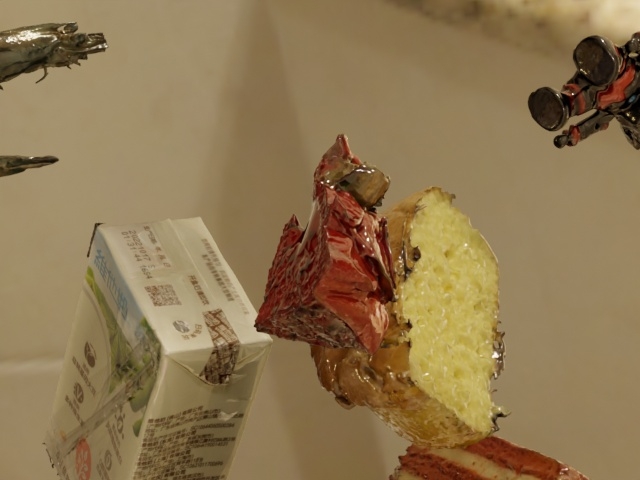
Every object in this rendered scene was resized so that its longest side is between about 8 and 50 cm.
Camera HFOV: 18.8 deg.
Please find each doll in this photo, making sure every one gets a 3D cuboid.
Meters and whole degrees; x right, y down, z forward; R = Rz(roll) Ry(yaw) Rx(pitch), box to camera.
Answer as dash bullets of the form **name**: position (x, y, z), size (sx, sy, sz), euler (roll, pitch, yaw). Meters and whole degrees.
- **doll**: position (0.274, -0.121, 1.601), size (0.127, 0.088, 0.248), euler (-18, -11, 36)

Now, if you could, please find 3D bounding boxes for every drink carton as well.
- **drink carton**: position (-0.172, 0.159, 1.982), size (0.132, 0.325, 0.194), euler (-7, 45, -29)

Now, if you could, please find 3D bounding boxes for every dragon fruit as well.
- **dragon fruit**: position (0.018, 0.006, 1.638), size (0.092, 0.122, 0.192), euler (23, 49, -22)

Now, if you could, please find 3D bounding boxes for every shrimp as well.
- **shrimp**: position (-0.308, -0.139, 1.936), size (0.217, 0.150, 0.051), euler (-19, 21, -15)

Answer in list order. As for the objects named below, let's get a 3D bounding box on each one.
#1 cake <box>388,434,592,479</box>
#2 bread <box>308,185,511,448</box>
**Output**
- **cake**: position (0.157, 0.267, 1.912), size (0.262, 0.159, 0.158), euler (27, 78, 27)
- **bread**: position (0.076, 0.082, 1.808), size (0.147, 0.160, 0.261), euler (-28, 39, 29)
